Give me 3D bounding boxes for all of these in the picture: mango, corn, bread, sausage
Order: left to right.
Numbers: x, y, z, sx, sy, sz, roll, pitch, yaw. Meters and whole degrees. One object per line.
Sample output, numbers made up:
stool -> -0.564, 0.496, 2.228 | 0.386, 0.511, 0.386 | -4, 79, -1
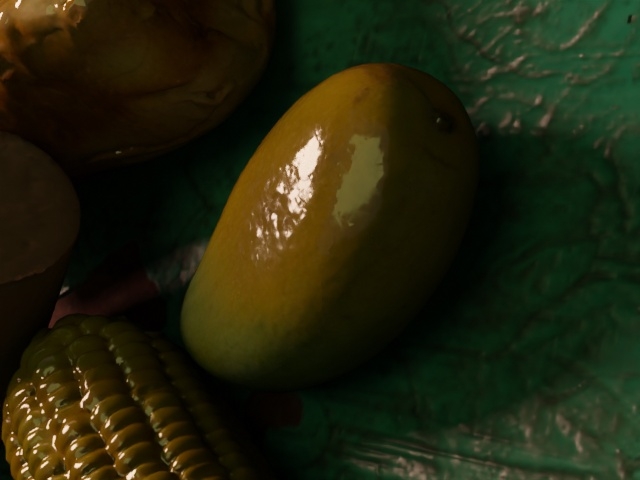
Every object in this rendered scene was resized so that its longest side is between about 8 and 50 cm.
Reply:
sausage -> -0.226, 0.057, 0.695 | 0.253, 0.123, 0.123 | -62, 40, 44
bread -> -0.186, -0.106, 0.747 | 0.344, 0.149, 0.195 | -23, 46, 33
corn -> -0.057, 0.165, 0.555 | 0.120, 0.120, 0.363 | -51, 47, 15
mango -> 0.000, 0.000, 0.585 | 0.195, 0.092, 0.130 | -40, 54, 28
